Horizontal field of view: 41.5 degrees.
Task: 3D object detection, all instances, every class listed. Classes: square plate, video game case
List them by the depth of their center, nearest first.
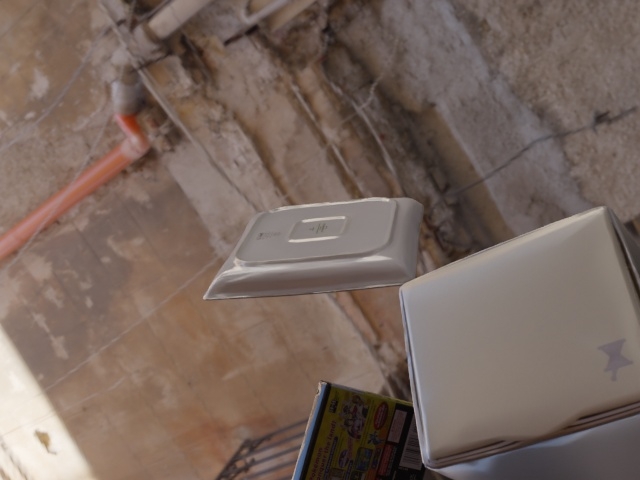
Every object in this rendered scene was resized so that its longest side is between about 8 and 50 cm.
[{"bbox_3d":[0.000,0.000,1.466,0.347,0.343,0.049,-68,-29,-66],"label":"square plate"},{"bbox_3d":[0.074,0.409,1.505,0.248,0.035,0.275,19,-96,-25],"label":"video game case"}]

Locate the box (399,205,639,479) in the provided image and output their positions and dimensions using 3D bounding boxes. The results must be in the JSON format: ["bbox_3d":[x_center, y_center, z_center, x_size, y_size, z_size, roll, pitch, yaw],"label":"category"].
[{"bbox_3d":[0.157,0.095,0.449,0.275,0.113,0.094,38,-143,-46],"label":"box"}]
